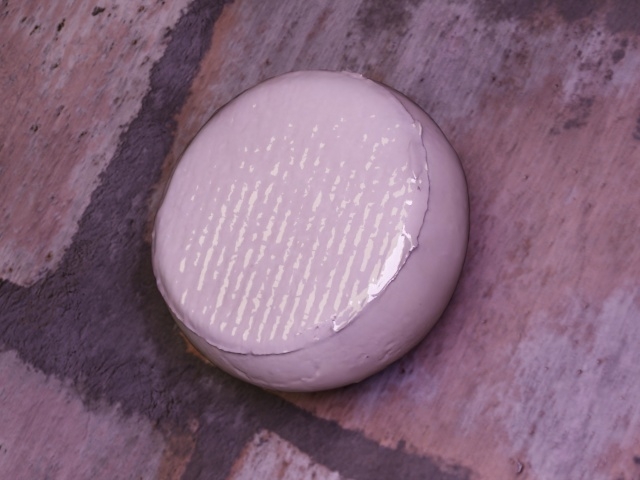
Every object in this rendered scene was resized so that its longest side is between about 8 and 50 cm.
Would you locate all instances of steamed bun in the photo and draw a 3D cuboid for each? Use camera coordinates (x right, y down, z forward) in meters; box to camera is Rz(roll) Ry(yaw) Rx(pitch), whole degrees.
[{"bbox_3d":[0.000,0.000,1.639,0.374,0.241,0.374,-10,64,21],"label":"steamed bun"}]
